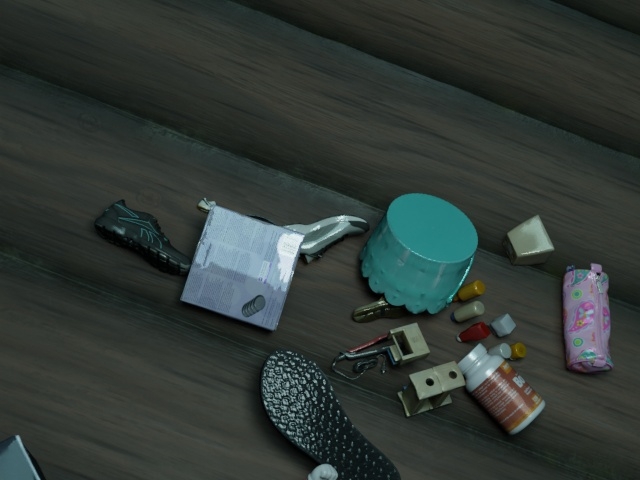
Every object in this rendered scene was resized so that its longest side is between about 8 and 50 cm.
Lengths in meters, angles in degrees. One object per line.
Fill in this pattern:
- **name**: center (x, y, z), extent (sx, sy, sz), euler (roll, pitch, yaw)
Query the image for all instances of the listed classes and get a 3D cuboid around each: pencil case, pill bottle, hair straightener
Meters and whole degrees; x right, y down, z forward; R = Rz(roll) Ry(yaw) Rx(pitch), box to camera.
- **pencil case**: center (0.704, 0.207, 2.102), extent (0.124, 0.124, 0.284), euler (11, 64, -6)
- **pill bottle**: center (0.437, 0.362, 1.969), extent (0.121, 0.121, 0.216), euler (-38, 78, -25)
- **hair straightener**: center (0.137, 0.288, 1.983), extent (0.231, 0.047, 0.089), euler (-17, 69, -19)

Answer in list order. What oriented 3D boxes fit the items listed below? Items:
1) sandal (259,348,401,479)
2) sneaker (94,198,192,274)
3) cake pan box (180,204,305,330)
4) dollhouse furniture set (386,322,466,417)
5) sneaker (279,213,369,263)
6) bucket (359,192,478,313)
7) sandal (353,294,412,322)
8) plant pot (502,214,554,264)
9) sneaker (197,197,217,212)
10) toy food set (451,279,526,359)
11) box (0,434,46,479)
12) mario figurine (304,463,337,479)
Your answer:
- **sandal**: center (0.002, 0.453, 1.858), extent (0.168, 0.107, 0.445), euler (-38, 90, -26)
- **sneaker**: center (-0.426, -0.012, 1.982), extent (0.267, 0.101, 0.106), euler (30, 60, 3)
- **cake pan box**: center (-0.189, 0.063, 1.968), extent (0.246, 0.070, 0.266), euler (17, 83, -5)
- **dollhouse furniture set**: center (0.248, 0.311, 1.954), extent (0.129, 0.129, 0.183), euler (-13, 62, -18)
- **sneaker**: center (0.000, 0.000, 2.076), extent (0.272, 0.100, 0.107), euler (-13, 77, -11)
- **bucket**: center (0.254, 0.025, 2.019), extent (0.281, 0.183, 0.281), euler (11, 44, -11)
- **sandal**: center (0.166, 0.166, 2.045), extent (0.180, 0.072, 0.049), euler (-9, 45, -11)
- **plant pot**: center (0.561, 0.010, 2.180), extent (0.096, 0.109, 0.109), euler (-18, 69, -5)
- **sneaker**: center (-0.278, -0.085, 2.086), extent (0.083, 0.032, 0.037), euler (28, 63, 2)
- **toy food set**: center (0.419, 0.229, 2.064), extent (0.111, 0.104, 0.232), euler (-40, 96, -39)
- **box**: center (-0.706, 0.584, 1.527), extent (0.396, 0.293, 0.212), euler (-27, 73, -22)
- **mario figurine**: center (-0.053, 0.597, 1.719), extent (0.321, 0.170, 0.198), euler (3, 104, -2)
